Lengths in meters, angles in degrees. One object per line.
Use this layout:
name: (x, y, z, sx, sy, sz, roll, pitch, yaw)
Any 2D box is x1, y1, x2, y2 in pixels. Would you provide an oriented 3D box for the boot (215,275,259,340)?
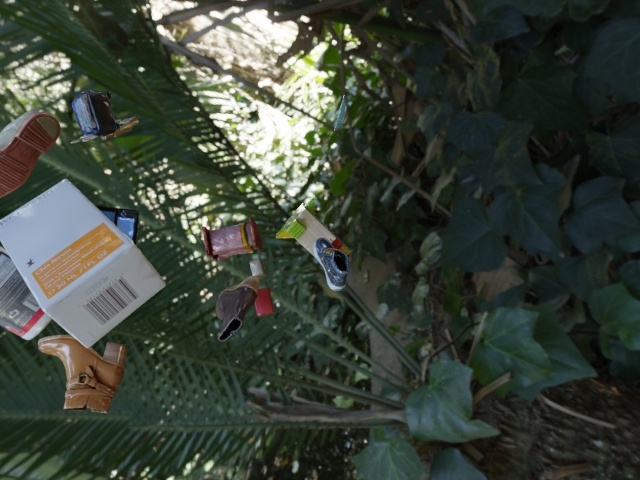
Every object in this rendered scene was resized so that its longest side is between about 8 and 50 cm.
boot: (-0.290, 0.233, 1.474, 0.248, 0.090, 0.207, -44, 17, 35)

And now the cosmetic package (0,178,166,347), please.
cosmetic package: (-0.615, 0.035, 1.174, 0.230, 0.161, 0.453, -42, 48, -21)

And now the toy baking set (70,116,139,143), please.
toy baking set: (-0.859, -0.436, 1.881, 0.256, 0.196, 0.030, -49, -47, -42)

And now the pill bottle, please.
pill bottle: (-0.892, 0.123, 1.295, 0.176, 0.318, 0.176, -36, 27, 22)

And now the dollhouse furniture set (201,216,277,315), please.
dollhouse furniture set: (-0.311, 0.117, 1.802, 0.152, 0.201, 0.374, 75, -179, -78)

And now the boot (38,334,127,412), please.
boot: (-0.781, 0.428, 1.493, 0.109, 0.283, 0.220, 127, 153, -56)

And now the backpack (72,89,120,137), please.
backpack: (-0.836, -0.456, 1.717, 0.173, 0.117, 0.158, -3, 103, 45)

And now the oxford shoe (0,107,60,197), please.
oxford shoe: (-1.072, -0.294, 1.616, 0.397, 0.140, 0.146, -47, 53, -9)

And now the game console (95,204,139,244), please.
game console: (-0.697, -0.041, 1.585, 0.085, 0.124, 0.144, 11, -95, -83)

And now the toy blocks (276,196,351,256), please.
toy blocks: (0.000, 0.000, 1.691, 0.191, 0.261, 0.381, -46, 8, 3)

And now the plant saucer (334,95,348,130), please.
plant saucer: (0.072, -0.423, 1.565, 0.119, 0.021, 0.119, -164, 90, -86)

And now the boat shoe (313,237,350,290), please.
boat shoe: (0.035, 0.043, 1.287, 0.083, 0.065, 0.183, 109, 147, -44)
